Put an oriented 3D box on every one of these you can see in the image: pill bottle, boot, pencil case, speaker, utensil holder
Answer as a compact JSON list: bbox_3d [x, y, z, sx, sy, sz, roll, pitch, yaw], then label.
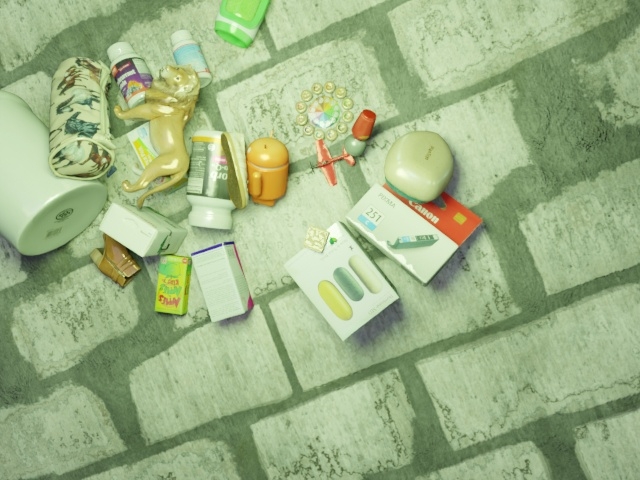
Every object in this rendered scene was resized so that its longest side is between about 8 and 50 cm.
[{"bbox_3d":[-0.402,-0.558,1.408,0.087,0.087,0.160,-22,89,7],"label":"pill bottle"},{"bbox_3d":[-0.584,-0.510,1.421,0.108,0.108,0.194,-27,88,7],"label":"pill bottle"},{"bbox_3d":[-0.633,0.039,1.463,0.152,0.073,0.197,42,108,5],"label":"boot"},{"bbox_3d":[-0.684,-0.363,1.328,0.183,0.160,0.410,-19,57,-1],"label":"pencil case"},{"bbox_3d":[-0.316,-0.178,1.370,0.162,0.162,0.279,7,93,7],"label":"pill bottle"},{"bbox_3d":[-0.211,-0.741,1.360,0.131,0.131,0.297,23,94,6],"label":"speaker"},{"bbox_3d":[-0.894,-0.195,1.364,0.385,0.327,0.327,43,96,2],"label":"utensil holder"}]

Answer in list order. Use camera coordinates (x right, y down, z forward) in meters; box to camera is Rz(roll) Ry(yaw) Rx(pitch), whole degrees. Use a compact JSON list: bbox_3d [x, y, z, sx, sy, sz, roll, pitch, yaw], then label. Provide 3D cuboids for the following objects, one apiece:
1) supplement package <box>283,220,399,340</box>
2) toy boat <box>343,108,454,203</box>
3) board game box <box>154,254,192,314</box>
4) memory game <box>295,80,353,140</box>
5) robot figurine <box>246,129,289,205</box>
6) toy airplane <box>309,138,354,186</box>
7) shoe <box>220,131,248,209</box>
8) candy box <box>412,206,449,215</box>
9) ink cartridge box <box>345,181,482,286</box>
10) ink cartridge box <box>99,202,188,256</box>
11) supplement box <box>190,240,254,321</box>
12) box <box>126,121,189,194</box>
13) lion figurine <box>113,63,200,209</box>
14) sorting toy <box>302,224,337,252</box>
[{"bbox_3d":[0.064,0.107,1.311,0.199,0.198,0.263,-39,86,6],"label":"supplement package"},{"bbox_3d":[0.219,-0.237,1.290,0.318,0.267,0.148,33,140,6],"label":"toy boat"},{"bbox_3d":[-0.468,0.139,1.457,0.092,0.043,0.181,7,92,7],"label":"board game box"},{"bbox_3d":[0.011,-0.396,1.398,0.186,0.012,0.186,0,92,7],"label":"memory game"},{"bbox_3d":[-0.157,-0.209,1.342,0.158,0.219,0.128,-22,51,-31],"label":"robot figurine"},{"bbox_3d":[0.040,-0.243,1.388,0.151,0.028,0.151,0,95,4],"label":"toy airplane"},{"bbox_3d":[-0.228,-0.197,1.284,0.058,0.076,0.219,-18,107,-36],"label":"shoe"},{"bbox_3d":[0.288,-0.039,1.354,0.186,0.053,0.109,-4,90,6],"label":"candy box"},{"bbox_3d":[0.265,-0.063,1.289,0.296,0.066,0.261,41,82,18],"label":"ink cartridge box"},{"bbox_3d":[-0.524,-0.032,1.370,0.160,0.219,0.093,31,95,6],"label":"ink cartridge box"},{"bbox_3d":[-0.298,0.123,1.401,0.113,0.111,0.220,-19,89,7],"label":"supplement box"},{"bbox_3d":[-0.488,-0.258,1.418,0.114,0.103,0.203,-28,88,6],"label":"box"},{"bbox_3d":[-0.442,-0.295,1.301,0.240,0.142,0.392,-7,94,1],"label":"lion figurine"},{"bbox_3d":[0.000,0.000,1.212,0.083,0.012,0.062,20,86,13],"label":"sorting toy"}]
